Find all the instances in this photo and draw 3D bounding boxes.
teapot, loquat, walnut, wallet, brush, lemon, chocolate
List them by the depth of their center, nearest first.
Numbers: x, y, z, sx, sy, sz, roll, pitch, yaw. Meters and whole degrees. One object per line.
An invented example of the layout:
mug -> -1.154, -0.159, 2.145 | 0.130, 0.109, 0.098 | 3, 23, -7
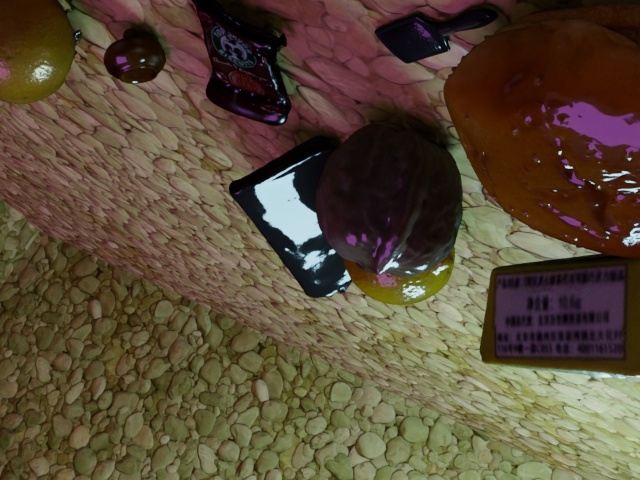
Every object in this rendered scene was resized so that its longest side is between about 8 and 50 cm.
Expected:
brush -> 0.132, -0.239, 0.959 | 0.063, 0.016, 0.193 | 37, 161, -25
chocolate -> 0.395, 0.080, 1.048 | 0.289, 0.137, 0.301 | -6, 177, -28
walnut -> 0.097, -0.053, 1.198 | 0.224, 0.224, 0.224 | 26, 162, 9
teapot -> -0.304, -0.305, 1.370 | 0.098, 0.078, 0.129 | -12, 174, -1
loquat -> -0.506, -0.328, 1.400 | 0.208, 0.208, 0.208 | 26, 162, 9
lemon -> 0.126, 0.017, 1.404 | 0.187, 0.187, 0.244 | 41, 161, -32
wallet -> -0.001, -0.029, 1.484 | 0.377, 0.197, 0.051 | 57, -175, -51

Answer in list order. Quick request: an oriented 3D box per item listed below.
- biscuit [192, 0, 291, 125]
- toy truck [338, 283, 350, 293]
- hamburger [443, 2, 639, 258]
biscuit -> -0.112, -0.259, 1.202 | 0.151, 0.063, 0.235 | 24, 159, 13
toy truck -> 0.000, 0.000, 1.672 | 0.114, 0.107, 0.252 | 19, 158, 31
hamburger -> 0.275, -0.111, 0.851 | 0.314, 0.170, 0.290 | 13, 150, 45
